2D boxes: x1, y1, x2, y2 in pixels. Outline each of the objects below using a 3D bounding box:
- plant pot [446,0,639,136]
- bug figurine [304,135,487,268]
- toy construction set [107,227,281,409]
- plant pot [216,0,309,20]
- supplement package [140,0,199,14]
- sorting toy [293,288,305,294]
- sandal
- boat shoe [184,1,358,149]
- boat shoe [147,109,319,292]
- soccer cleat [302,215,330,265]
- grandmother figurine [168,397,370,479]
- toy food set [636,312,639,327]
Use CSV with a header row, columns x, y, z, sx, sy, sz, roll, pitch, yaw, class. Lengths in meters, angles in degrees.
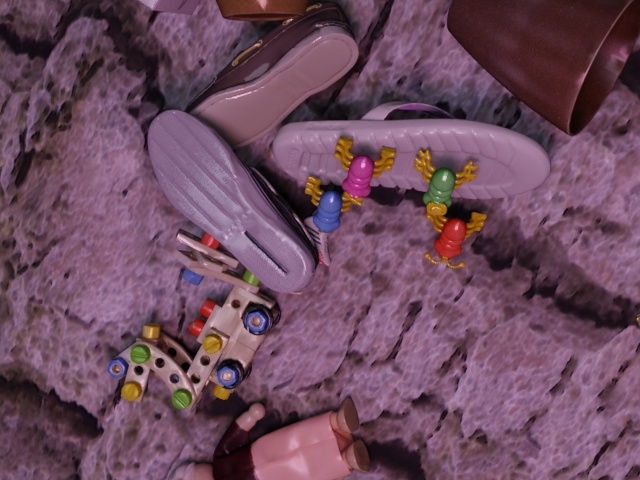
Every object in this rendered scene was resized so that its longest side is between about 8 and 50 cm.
x,y,z,sx,sy,sz,roll,pitch,yaw,class
0.301,-0.293,1.517,0.230,0.215,0.215,31,104,19,plant pot
0.109,-0.053,1.594,0.279,0.072,0.216,12,146,4,bug figurine
-0.194,0.132,1.714,0.215,0.151,0.328,30,115,5,toy construction set
-0.086,-0.443,1.529,0.237,0.237,0.254,1,96,11,plant pot
-0.233,-0.407,1.602,0.105,0.179,0.105,34,104,4,supplement package
-0.058,0.040,1.718,0.075,0.045,0.083,2,95,20,sorting toy
0.133,-0.152,1.609,0.416,0.169,0.102,5,60,11,sandal
-0.089,-0.244,1.645,0.324,0.116,0.097,-31,49,23,boat shoe
-0.132,-0.057,1.639,0.121,0.119,0.335,-39,91,14,boat shoe
0.000,0.000,1.704,0.035,0.029,0.083,-27,89,19,soccer cleat
-0.094,0.373,1.757,0.342,0.104,0.208,-18,68,17,grandmother figurine
0.520,0.120,1.624,0.083,0.020,0.082,-41,90,15,toy food set
